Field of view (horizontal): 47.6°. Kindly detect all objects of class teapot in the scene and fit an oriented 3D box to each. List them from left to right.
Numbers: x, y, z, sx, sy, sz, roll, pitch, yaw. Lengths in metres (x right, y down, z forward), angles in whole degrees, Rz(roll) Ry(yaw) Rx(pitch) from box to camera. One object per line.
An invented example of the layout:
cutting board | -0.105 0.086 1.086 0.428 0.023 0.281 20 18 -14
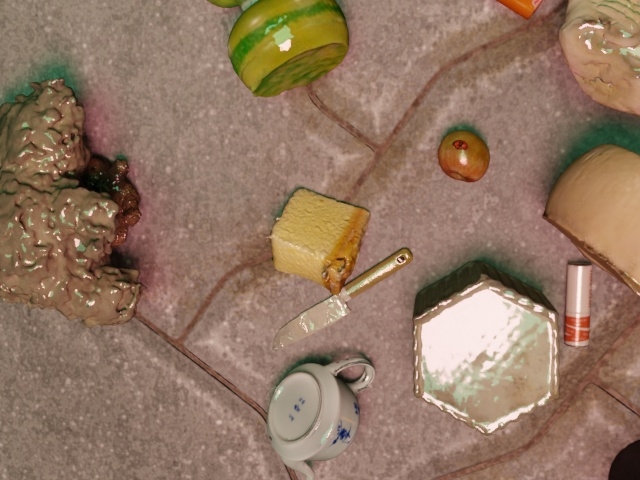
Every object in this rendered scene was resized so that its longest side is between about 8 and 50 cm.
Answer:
teapot | 0.006 0.292 1.207 0.159 0.159 0.232 32 91 4

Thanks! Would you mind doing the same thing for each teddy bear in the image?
teddy bear | -0.436 -0.069 1.168 0.357 0.224 0.368 11 86 33
teddy bear | -0.350 -0.078 1.248 0.119 0.078 0.160 -44 71 34

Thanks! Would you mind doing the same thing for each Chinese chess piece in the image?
Chinese chess piece | 0.461 0.015 0.980 0.338 0.338 0.140 41 101 2

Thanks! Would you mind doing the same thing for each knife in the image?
knife | 0.033 0.107 1.230 0.298 0.017 0.047 -33 97 12

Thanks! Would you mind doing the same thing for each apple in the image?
apple | 0.225 -0.132 1.134 0.084 0.084 0.071 23 84 6

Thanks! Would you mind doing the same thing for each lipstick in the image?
lipstick | 0.409 0.102 1.153 0.038 0.038 0.131 1 98 10

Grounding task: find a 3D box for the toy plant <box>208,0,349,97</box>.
toy plant | -0.090 -0.398 1.114 0.224 0.184 0.316 -31 82 33

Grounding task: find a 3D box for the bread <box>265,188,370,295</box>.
bread | 0.000 0.000 1.200 0.147 0.127 0.152 24 67 8

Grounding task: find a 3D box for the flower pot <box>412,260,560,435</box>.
flower pot | 0.246 0.155 1.112 0.239 0.189 0.209 -31 91 12

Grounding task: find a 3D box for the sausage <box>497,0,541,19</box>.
sausage | 0.208 -0.450 1.090 0.312 0.093 0.093 33 101 4

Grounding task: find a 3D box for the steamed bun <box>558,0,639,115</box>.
steamed bun | 0.477 -0.299 1.017 0.268 0.207 0.280 9 68 17

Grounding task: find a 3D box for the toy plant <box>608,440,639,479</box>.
toy plant | 0.512 0.429 0.993 0.185 0.400 0.280 -16 95 13
